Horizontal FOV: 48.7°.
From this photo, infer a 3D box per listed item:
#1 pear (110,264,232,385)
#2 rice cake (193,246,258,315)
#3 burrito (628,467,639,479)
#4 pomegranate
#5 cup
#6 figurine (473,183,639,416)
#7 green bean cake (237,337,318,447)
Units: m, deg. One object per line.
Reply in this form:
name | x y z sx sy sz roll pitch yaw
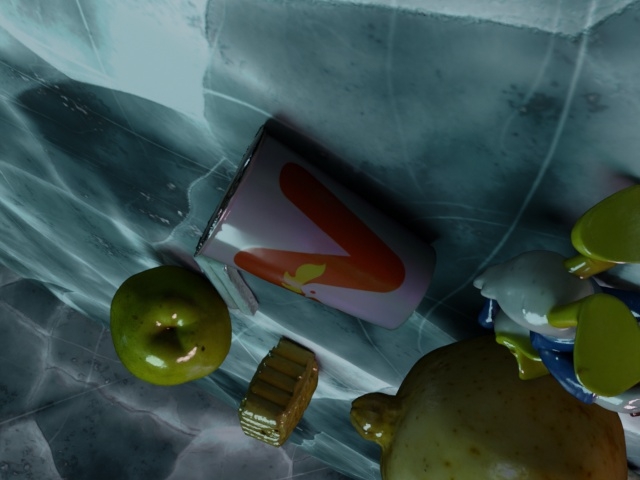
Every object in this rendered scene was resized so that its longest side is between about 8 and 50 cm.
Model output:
pear | -0.343 0.196 1.623 0.294 0.294 0.294 25 156 12
rice cake | -0.200 0.091 1.522 0.085 0.040 0.226 18 154 25
burrito | 0.444 0.430 1.344 0.299 0.105 0.143 29 122 7
pomegranate | 0.237 0.314 1.051 0.410 0.410 0.410 25 156 12
cup | 0.000 0.000 0.955 0.289 0.203 0.203 28 157 -12
figurine | 0.306 0.088 0.842 0.284 0.204 0.338 29 170 -13
green bean cake | -0.097 0.379 1.749 0.131 0.229 0.224 23 152 14
